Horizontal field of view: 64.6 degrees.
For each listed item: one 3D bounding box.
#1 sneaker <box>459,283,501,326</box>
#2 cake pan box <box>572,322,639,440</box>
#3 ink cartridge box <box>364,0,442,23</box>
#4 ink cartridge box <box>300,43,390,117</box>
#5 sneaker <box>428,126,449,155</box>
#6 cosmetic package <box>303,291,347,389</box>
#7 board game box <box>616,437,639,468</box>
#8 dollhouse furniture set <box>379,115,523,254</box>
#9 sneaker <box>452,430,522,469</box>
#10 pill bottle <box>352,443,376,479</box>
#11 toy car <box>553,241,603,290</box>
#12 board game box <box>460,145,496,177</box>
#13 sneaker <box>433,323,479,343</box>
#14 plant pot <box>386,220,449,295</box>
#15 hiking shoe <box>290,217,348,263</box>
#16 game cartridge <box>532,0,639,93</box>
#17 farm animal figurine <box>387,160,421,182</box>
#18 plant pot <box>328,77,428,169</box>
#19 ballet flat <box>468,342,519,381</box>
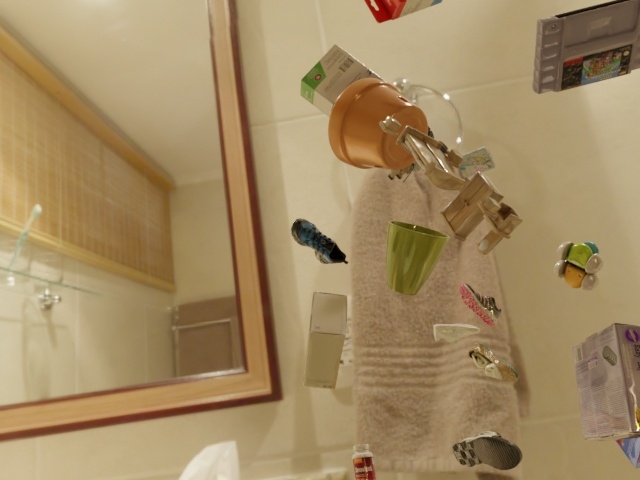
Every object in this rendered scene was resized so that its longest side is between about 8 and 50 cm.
[{"bbox_3d":[0.541,0.205,1.702,0.075,0.170,0.063,-35,-13,-28],"label":"sneaker"},{"bbox_3d":[0.707,0.356,1.239,0.070,0.245,0.267,4,-25,5],"label":"cake pan box"},{"bbox_3d":[0.241,-0.732,1.461,0.231,0.134,0.078,-26,-8,-16],"label":"ink cartridge box"},{"bbox_3d":[0.099,-0.559,1.906,0.211,0.289,0.121,-49,-6,-15],"label":"ink cartridge box"},{"bbox_3d":[0.386,-0.359,1.890,0.221,0.083,0.087,39,-32,-31],"label":"sneaker"},{"bbox_3d":[0.013,0.325,1.615,0.113,0.160,0.309,7,-45,-1],"label":"cosmetic package"},{"bbox_3d":[0.923,0.467,1.500,0.078,0.233,0.347,-13,-56,-1],"label":"board game box"},{"bbox_3d":[0.307,-0.133,1.365,0.355,0.303,0.174,19,-58,-29],"label":"dollhouse furniture set"},{"bbox_3d":[0.631,0.746,1.844,0.146,0.122,0.330,-16,-11,-26],"label":"sneaker"},{"bbox_3d":[0.173,0.901,2.028,0.086,0.152,0.086,-6,-26,-3],"label":"pill bottle"},{"bbox_3d":[0.958,0.082,1.848,0.136,0.182,0.159,-23,35,-25],"label":"toy car"},{"bbox_3d":[0.689,-0.348,2.252,0.154,0.103,0.026,-17,23,46],"label":"board game box"},{"bbox_3d":[0.646,0.446,2.401,0.212,0.094,0.080,-2,-1,16],"label":"sneaker"},{"bbox_3d":[0.406,0.088,2.273,0.275,0.293,0.275,12,10,-2],"label":"plant pot"},{"bbox_3d":[0.000,0.000,2.162,0.132,0.113,0.304,5,-26,43],"label":"hiking shoe"},{"bbox_3d":[0.825,-0.587,1.525,0.355,0.068,0.230,-14,-56,0],"label":"game cartridge"},{"bbox_3d":[0.327,-0.433,2.417,0.330,0.327,0.172,-34,-14,-51],"label":"farm animal figurine"},{"bbox_3d":[0.197,-0.348,1.597,0.291,0.291,0.203,5,21,-40],"label":"plant pot"},{"bbox_3d":[0.535,0.394,1.591,0.067,0.073,0.206,-25,18,-9],"label":"ballet flat"}]
